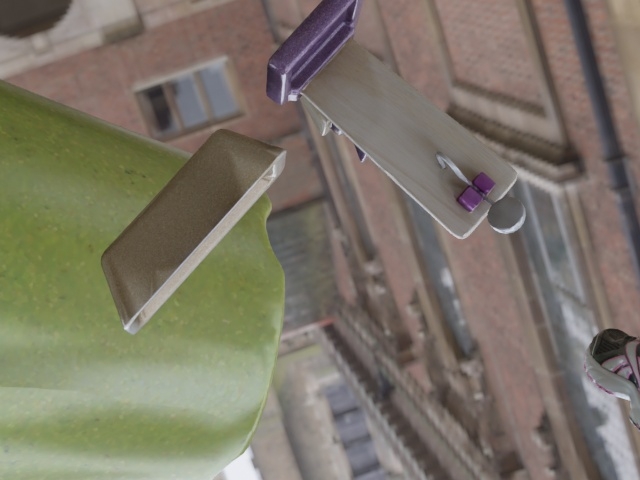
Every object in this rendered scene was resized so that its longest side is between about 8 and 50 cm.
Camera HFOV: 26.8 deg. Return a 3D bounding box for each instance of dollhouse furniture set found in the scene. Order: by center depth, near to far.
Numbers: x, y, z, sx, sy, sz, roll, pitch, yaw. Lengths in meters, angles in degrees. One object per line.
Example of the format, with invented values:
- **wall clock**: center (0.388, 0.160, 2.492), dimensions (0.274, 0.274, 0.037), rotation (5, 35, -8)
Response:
- **dollhouse furniture set**: center (0.000, 0.000, 0.396), dimensions (0.114, 0.081, 0.091), rotation (-48, 177, -8)

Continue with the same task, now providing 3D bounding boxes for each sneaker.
- **sneaker**: center (0.280, 0.103, 1.107), dimensions (0.072, 0.077, 0.178), rotation (16, -167, -17)

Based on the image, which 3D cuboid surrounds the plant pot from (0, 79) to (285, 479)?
- **plant pot**: center (-0.167, 0.029, 0.664), dimensions (0.254, 0.276, 0.276), rotation (12, -179, -27)
